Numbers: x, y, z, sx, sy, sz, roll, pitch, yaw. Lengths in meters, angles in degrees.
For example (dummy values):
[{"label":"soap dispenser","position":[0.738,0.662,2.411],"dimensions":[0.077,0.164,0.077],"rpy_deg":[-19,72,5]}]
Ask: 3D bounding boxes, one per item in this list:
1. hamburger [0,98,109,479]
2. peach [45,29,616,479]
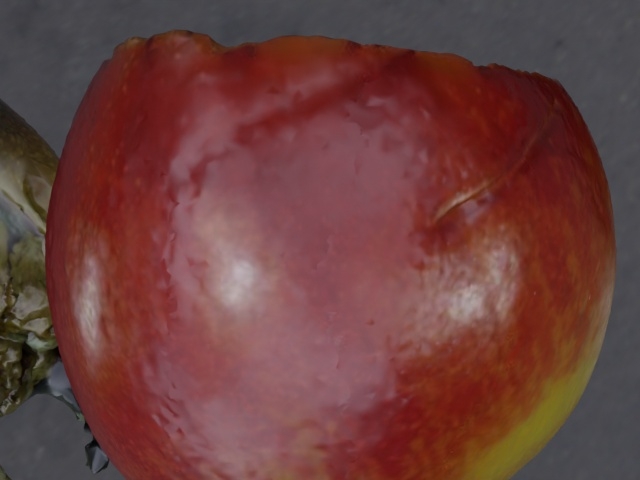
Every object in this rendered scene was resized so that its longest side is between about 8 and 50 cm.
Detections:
[{"label":"hamburger","position":[-0.225,0.004,1.042],"dimensions":[0.288,0.168,0.192],"rpy_deg":[36,145,35]},{"label":"peach","position":[0.000,0.000,0.634],"dimensions":[0.190,0.190,0.192],"rpy_deg":[0,126,16]}]
